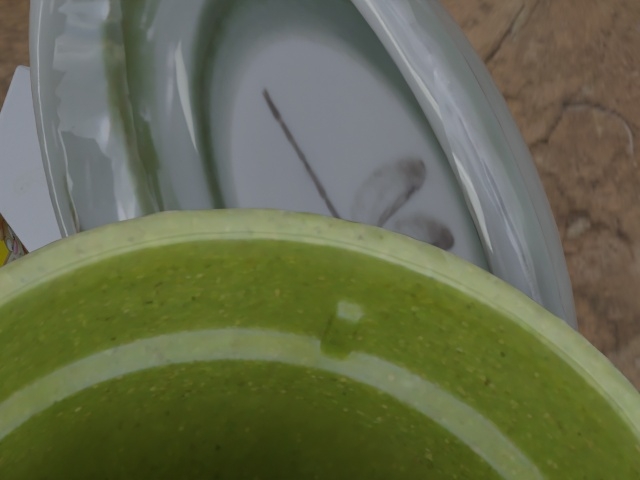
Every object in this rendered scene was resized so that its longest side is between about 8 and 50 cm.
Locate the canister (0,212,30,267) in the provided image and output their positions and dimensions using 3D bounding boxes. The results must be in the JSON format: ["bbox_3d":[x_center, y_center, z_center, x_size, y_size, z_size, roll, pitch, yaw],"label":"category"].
[{"bbox_3d":[-0.195,0.035,0.739,0.073,0.170,0.126,21,67,23],"label":"canister"}]

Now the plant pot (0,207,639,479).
[{"bbox_3d":[-0.032,0.169,0.504,0.276,0.276,0.254,26,149,3],"label":"plant pot"}]

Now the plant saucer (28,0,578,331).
[{"bbox_3d":[0.000,0.000,0.700,0.100,0.400,0.401,-24,100,-30],"label":"plant saucer"}]

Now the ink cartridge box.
[{"bbox_3d":[-0.226,-0.017,1.180,0.086,0.208,0.153,16,64,-8],"label":"ink cartridge box"}]
